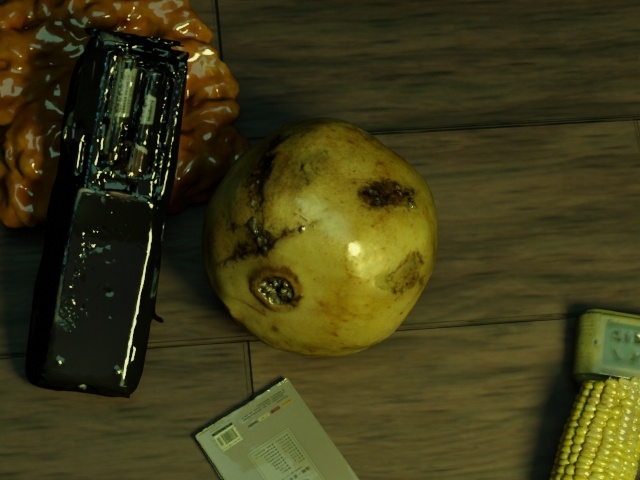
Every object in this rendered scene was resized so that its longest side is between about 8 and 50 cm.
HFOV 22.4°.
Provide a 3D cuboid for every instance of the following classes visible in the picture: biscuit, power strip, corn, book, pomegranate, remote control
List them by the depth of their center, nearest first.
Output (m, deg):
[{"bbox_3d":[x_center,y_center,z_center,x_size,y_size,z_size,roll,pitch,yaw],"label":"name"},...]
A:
[{"bbox_3d":[0.291,0.264,1.739,0.093,0.093,0.244,19,73,3],"label":"corn"},{"bbox_3d":[-0.226,-0.027,1.753,0.144,0.062,0.399,8,92,-6],"label":"remote control"},{"bbox_3d":[0.000,0.000,1.758,0.260,0.260,0.260,2,67,-4],"label":"pomegranate"},{"bbox_3d":[-0.037,0.254,1.762,0.127,0.014,0.182,-32,73,-17],"label":"book"},{"bbox_3d":[0.478,0.150,1.827,0.387,0.066,0.092,9,69,-2],"label":"power strip"},{"bbox_3d":[-0.258,-0.160,1.864,0.318,0.110,0.312,-20,74,-14],"label":"biscuit"}]
